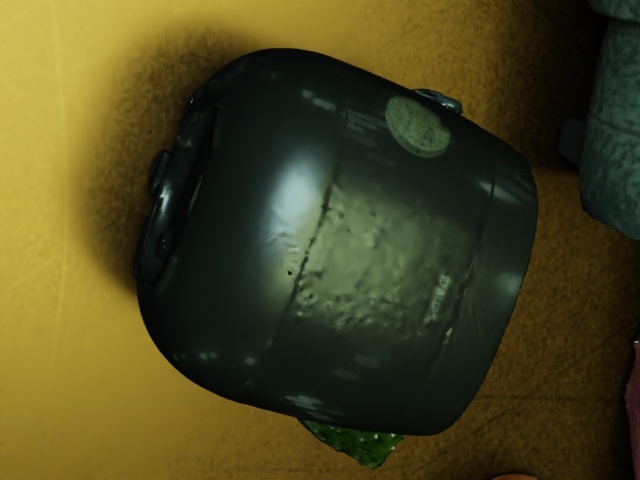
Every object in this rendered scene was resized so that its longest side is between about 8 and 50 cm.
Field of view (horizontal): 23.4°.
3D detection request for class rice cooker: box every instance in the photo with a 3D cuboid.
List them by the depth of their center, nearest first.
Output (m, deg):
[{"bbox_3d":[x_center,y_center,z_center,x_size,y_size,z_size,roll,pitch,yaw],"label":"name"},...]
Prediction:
[{"bbox_3d":[0.000,0.000,1.050,0.224,0.267,0.267,17,97,-16],"label":"rice cooker"}]

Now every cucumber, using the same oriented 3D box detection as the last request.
[{"bbox_3d":[0.018,0.131,1.200,0.107,0.035,0.067,32,92,-22],"label":"cucumber"}]

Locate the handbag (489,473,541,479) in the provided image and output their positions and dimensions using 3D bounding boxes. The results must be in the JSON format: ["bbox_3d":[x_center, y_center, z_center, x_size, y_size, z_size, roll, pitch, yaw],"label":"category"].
[{"bbox_3d":[0.187,0.420,1.291,0.303,0.116,0.410,-41,112,-3],"label":"handbag"}]

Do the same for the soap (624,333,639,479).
[{"bbox_3d":[0.335,0.128,1.236,0.112,0.182,0.289,5,106,-21],"label":"soap"}]

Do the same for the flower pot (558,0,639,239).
[{"bbox_3d":[0.328,-0.145,1.132,0.299,0.299,0.283,0,108,-20],"label":"flower pot"}]
